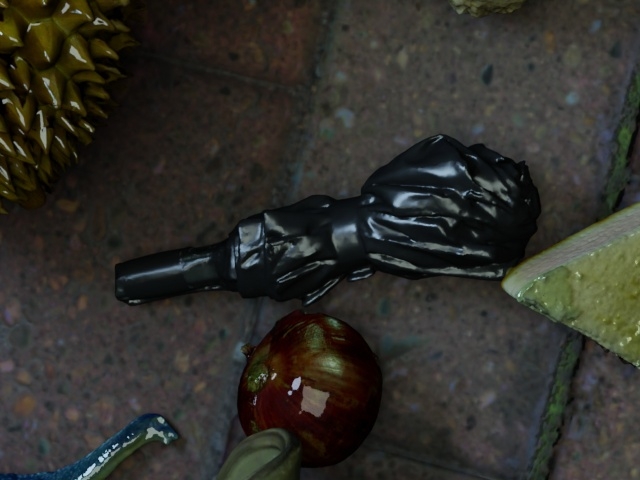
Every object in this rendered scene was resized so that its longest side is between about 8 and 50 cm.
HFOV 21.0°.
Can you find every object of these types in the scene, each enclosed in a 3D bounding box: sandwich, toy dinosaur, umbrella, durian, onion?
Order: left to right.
[{"bbox_3d":[-0.281,-0.197,1.226,0.347,0.347,0.384,-23,100,7],"label":"durian"},{"bbox_3d":[-0.284,0.234,1.365,0.363,0.076,0.147,-10,69,7],"label":"toy dinosaur"},{"bbox_3d":[-0.007,0.117,1.302,0.118,0.118,0.117,30,108,7],"label":"onion"},{"bbox_3d":[0.000,0.000,1.318,0.340,0.118,0.118,-12,88,17],"label":"umbrella"},{"bbox_3d":[0.252,0.015,1.264,0.193,0.058,0.162,28,93,-17],"label":"sandwich"}]

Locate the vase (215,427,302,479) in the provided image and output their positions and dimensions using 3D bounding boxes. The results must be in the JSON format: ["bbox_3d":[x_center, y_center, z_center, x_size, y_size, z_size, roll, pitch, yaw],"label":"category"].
[{"bbox_3d":[-0.001,0.340,1.229,0.302,0.241,0.329,32,101,-5],"label":"vase"}]

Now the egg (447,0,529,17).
[{"bbox_3d":[0.124,-0.226,1.274,0.116,0.140,0.118,-19,74,11],"label":"egg"}]
